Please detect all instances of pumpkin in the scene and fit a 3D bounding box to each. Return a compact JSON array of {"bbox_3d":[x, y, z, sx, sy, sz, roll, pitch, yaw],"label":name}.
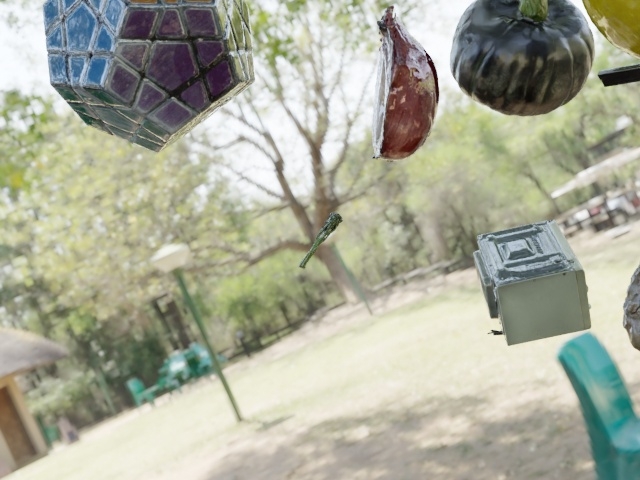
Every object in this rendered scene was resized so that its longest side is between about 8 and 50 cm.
[{"bbox_3d":[0.416,-0.408,2.043,0.296,0.295,0.296,-26,-3,-1],"label":"pumpkin"}]

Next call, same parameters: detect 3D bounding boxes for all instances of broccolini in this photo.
[{"bbox_3d":[0.000,0.000,2.093,0.140,0.030,0.035,-55,10,-16],"label":"broccolini"}]

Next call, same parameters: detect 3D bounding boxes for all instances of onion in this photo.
[{"bbox_3d":[0.155,-0.283,1.852,0.120,0.283,0.227,0,15,-3],"label":"onion"}]

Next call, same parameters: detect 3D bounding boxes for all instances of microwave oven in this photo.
[{"bbox_3d":[0.400,0.075,1.962,0.194,0.145,0.240,-9,23,4],"label":"microwave oven"}]

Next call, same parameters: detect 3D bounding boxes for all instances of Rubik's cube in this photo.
[{"bbox_3d":[-0.246,-0.289,1.488,0.319,0.318,0.264,-28,-17,36],"label":"Rubik's cube"}]

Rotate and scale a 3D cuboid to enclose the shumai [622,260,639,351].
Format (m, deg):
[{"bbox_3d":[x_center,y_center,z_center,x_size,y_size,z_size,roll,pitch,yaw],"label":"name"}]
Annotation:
[{"bbox_3d":[0.581,0.075,1.399,0.346,0.217,0.283,-27,-18,5],"label":"shumai"}]

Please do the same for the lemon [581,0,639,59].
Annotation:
[{"bbox_3d":[0.522,-0.411,1.431,0.348,0.347,0.348,-26,-3,-1],"label":"lemon"}]

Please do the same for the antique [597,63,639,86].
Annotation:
[{"bbox_3d":[0.566,-0.290,1.733,0.192,0.031,0.015,-3,44,45],"label":"antique"}]
